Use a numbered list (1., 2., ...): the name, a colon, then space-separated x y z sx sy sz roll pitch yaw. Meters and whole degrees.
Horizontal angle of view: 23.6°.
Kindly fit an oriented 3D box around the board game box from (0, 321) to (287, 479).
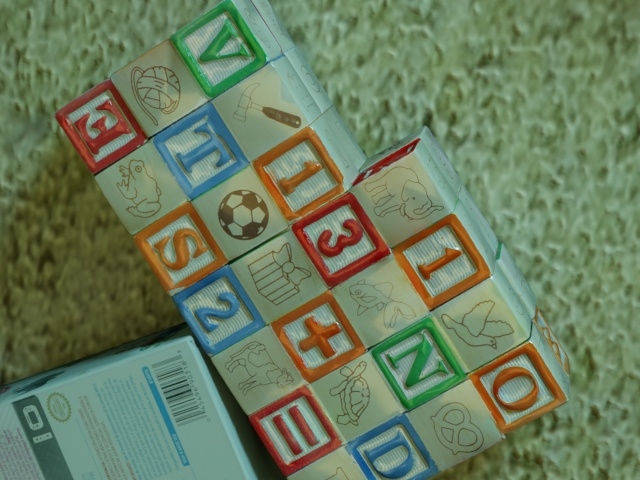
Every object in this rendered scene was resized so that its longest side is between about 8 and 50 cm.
1. board game box: -0.166 0.198 0.982 0.303 0.097 0.224 -19 98 12

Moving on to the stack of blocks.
1. stack of blocks: 0.000 0.000 0.912 0.171 0.087 0.297 -31 96 15
